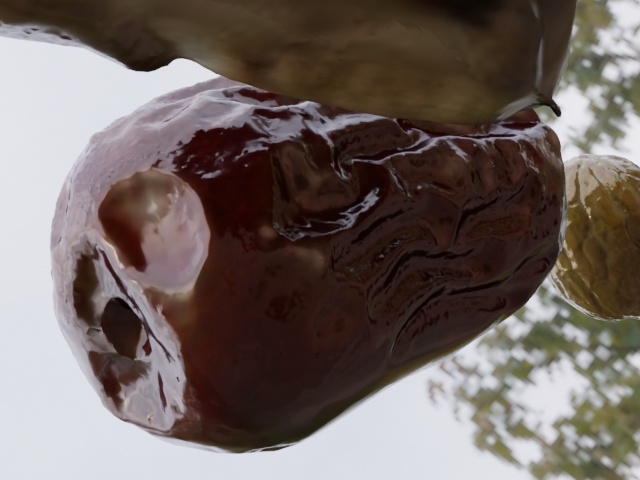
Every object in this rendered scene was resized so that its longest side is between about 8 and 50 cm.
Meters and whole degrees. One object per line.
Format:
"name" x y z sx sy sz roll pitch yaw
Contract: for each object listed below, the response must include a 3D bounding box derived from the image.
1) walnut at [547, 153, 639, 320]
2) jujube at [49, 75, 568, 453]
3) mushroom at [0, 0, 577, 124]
"walnut" 0.198 0.000 1.258 0.105 0.105 0.124 -26 -80 -24
"jujube" 0.000 0.000 0.773 0.230 0.155 0.155 -15 -57 -36
"mushroom" -0.088 -0.182 0.563 0.397 0.313 0.224 7 -98 -1
